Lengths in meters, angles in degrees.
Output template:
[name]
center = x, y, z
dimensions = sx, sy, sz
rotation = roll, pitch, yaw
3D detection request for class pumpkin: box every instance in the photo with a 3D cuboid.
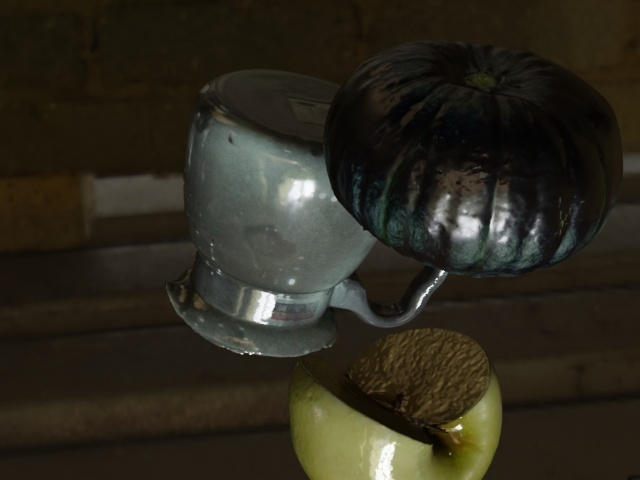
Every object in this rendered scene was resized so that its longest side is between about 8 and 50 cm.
[pumpkin]
center = 0.101, -0.054, 1.002
dimensions = 0.202, 0.140, 0.202
rotation = 5, -149, -3

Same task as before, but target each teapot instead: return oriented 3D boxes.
[teapot]
center = -0.018, -0.011, 1.539
dimensions = 0.305, 0.285, 0.223
rotation = -7, -146, -43

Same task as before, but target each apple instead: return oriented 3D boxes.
[apple]
center = 0.100, 0.266, 2.100
dimensions = 0.295, 0.233, 0.257
rotation = -19, -156, -37

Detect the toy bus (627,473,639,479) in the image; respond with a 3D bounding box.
[toy bus]
center = 0.325, 0.370, 1.391
dimensions = 0.194, 0.162, 0.323
rotation = -11, -156, 39
